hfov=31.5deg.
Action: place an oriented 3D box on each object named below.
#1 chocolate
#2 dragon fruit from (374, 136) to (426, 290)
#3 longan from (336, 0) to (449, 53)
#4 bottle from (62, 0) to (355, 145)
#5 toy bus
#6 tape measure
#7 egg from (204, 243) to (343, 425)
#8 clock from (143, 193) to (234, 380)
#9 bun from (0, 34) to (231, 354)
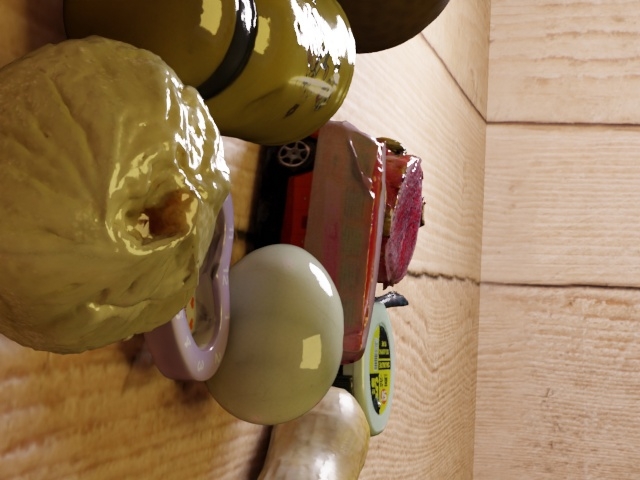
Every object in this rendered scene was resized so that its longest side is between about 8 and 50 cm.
[{"bbox_3d":[-0.019,0.298,1.366,0.309,0.134,0.134,-73,159,-54],"label":"chocolate"},{"bbox_3d":[0.056,-0.045,1.602,0.282,0.147,0.211,-6,106,-71],"label":"dragon fruit"},{"bbox_3d":[0.045,-0.340,1.334,0.258,0.258,0.258,2,90,-74],"label":"longan"},{"bbox_3d":[-0.090,-0.176,0.969,0.351,0.171,0.172,-5,97,-75],"label":"bottle"},{"bbox_3d":[0.000,0.000,1.363,0.127,0.147,0.303,79,19,-71],"label":"toy bus"},{"bbox_3d":[0.064,0.176,1.688,0.351,0.097,0.215,13,77,-71],"label":"tape measure"},{"bbox_3d":[-0.049,0.094,1.186,0.151,0.151,0.209,75,21,-46],"label":"egg"},{"bbox_3d":[-0.134,0.030,1.031,0.172,0.064,0.198,3,89,-74],"label":"clock"},{"bbox_3d":[-0.143,-0.023,0.764,0.220,0.134,0.221,-19,118,-41],"label":"bun"}]
